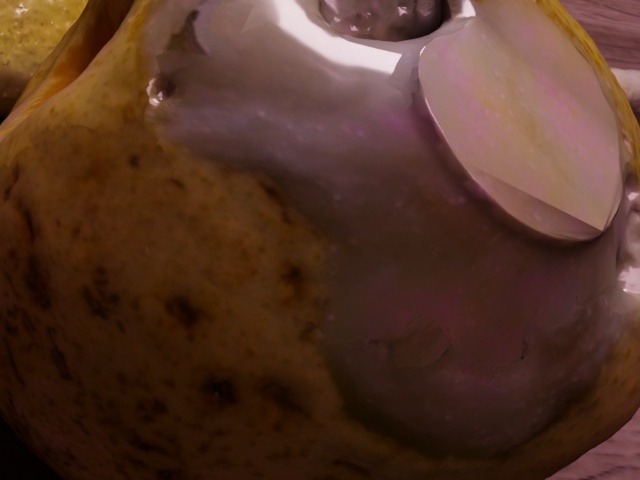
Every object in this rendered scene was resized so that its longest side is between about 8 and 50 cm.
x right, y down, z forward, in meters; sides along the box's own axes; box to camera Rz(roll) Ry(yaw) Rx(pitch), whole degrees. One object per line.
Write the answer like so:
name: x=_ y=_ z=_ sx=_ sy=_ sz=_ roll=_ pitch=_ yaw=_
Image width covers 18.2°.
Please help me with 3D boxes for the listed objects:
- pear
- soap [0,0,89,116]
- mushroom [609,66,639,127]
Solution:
pear: x=0.000 y=0.000 z=0.743 sx=0.271 sy=0.271 sz=0.271 roll=20 pitch=32 yaw=-13
soap: x=-0.130 y=-0.166 z=1.015 sx=0.427 sy=0.115 sz=0.306 roll=-8 pitch=43 yaw=-44
mushroom: x=0.147 y=-0.079 z=1.162 sx=0.202 sy=0.059 sz=0.054 roll=8 pitch=77 yaw=-26
